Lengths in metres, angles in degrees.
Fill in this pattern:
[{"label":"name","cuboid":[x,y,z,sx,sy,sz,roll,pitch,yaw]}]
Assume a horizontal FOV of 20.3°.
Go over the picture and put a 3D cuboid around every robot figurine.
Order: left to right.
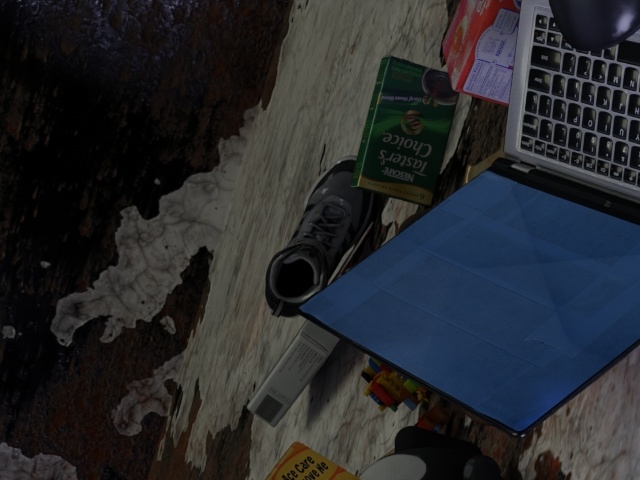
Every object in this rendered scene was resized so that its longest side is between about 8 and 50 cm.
[{"label":"robot figurine","cuboid":[0.115,0.323,1.796,0.278,0.173,0.209,-90,-16,-47]}]

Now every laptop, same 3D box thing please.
[{"label":"laptop","cuboid":[0.185,-0.088,1.542,0.382,0.236,0.408,26,113,58]}]

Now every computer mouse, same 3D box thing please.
[{"label":"computer mouse","cuboid":[0.255,-0.286,1.527,0.188,0.072,0.272,-11,50,47]}]

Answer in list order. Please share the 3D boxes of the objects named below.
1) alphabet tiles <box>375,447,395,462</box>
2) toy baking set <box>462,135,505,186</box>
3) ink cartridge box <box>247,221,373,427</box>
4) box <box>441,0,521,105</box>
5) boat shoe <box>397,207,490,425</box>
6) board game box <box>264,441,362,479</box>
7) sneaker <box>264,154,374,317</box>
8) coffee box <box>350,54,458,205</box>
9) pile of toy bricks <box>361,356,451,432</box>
[{"label":"alphabet tiles","cuboid":[0.072,0.367,2.268,0.237,0.009,0.198,131,151,-61]},{"label":"toy baking set","cuboid":[0.199,-0.013,2.110,0.197,0.030,0.256,-146,65,-70]},{"label":"ink cartridge box","cuboid":[0.004,0.130,2.700,0.239,0.060,0.275,-54,-1,-35]},{"label":"box","cuboid":[0.242,-0.284,1.991,0.122,0.128,0.257,-97,25,-57]},{"label":"boat shoe","cuboid":[0.171,0.097,1.980,0.307,0.111,0.104,-104,-4,-45]},{"label":"board game box","cuboid":[-0.001,0.457,1.414,0.356,0.356,0.356,-62,-6,28]},{"label":"sneaker","cuboid":[0.000,0.000,2.634,0.268,0.101,0.153,-62,0,5]},{"label":"coffee box","cuboid":[0.116,-0.146,2.406,0.040,0.113,0.184,-172,98,-74]},{"label":"pile of toy bricks","cuboid":[0.122,0.159,2.130,0.105,0.118,0.212,-45,2,9]}]
